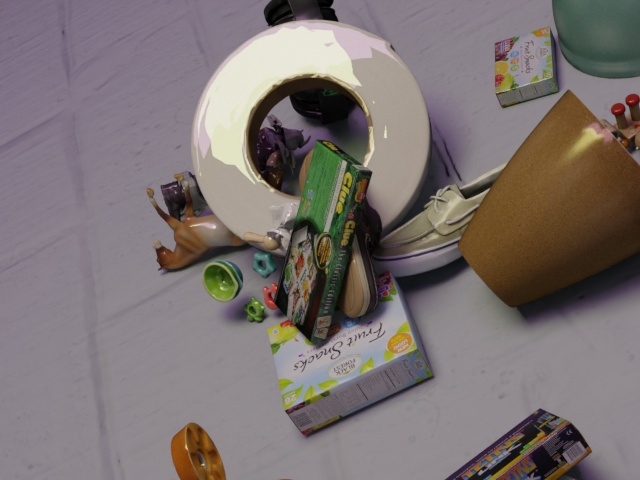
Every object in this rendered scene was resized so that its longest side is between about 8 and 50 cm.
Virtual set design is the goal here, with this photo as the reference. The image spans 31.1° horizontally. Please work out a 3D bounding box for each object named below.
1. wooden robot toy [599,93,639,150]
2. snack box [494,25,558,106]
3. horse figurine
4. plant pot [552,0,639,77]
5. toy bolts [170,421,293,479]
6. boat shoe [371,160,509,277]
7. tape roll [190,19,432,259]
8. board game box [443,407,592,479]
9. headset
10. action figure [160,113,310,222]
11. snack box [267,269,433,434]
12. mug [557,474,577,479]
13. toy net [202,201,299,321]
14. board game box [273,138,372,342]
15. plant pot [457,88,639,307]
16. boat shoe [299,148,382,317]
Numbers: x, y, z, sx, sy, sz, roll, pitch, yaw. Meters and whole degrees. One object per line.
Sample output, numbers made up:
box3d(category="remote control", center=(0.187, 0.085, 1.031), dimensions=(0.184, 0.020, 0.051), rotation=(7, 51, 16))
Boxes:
box3d(category="wooden robot toy", center=(0.463, -0.159, 1.698), dimensions=(0.173, 0.076, 0.079), rotation=(-35, 50, -1))
box3d(category="snack box", center=(0.346, -0.293, 1.936), dimensions=(0.100, 0.037, 0.141), rotation=(-14, 43, 20))
box3d(category="horse figurine", center=(-0.175, -0.042, 1.954), dimensions=(0.263, 0.174, 0.066), rotation=(-14, 28, 2))
box3d(category="plant pot", center=(0.499, -0.433, 1.854), dimensions=(0.293, 0.196, 0.293), rotation=(-19, 41, 17))
box3d(category="toy bolts", center=(-0.081, 0.313, 1.409), dimensions=(0.158, 0.218, 0.228), rotation=(-26, 2, 11))
box3d(category="boat shoe", center=(0.207, -0.041, 1.706), dimensions=(0.302, 0.094, 0.109), rotation=(-24, 21, 4))
box3d(category="tape roll", center=(-0.013, -0.159, 1.838), dimensions=(0.392, 0.072, 0.392), rotation=(-1, 81, 10))
box3d(category="board game box", center=(0.225, 0.273, 1.365), dimensions=(0.170, 0.048, 0.141), rotation=(-36, 2, -5))
box3d(category="headset", center=(-0.041, -0.337, 2.098), dimensions=(0.185, 0.243, 0.394), rotation=(-17, 15, 0))
box3d(category="action figure", center=(-0.146, -0.127, 2.057), dimensions=(0.285, 0.099, 0.185), rotation=(-26, 32, 2))
box3d(category="snack box", center=(0.039, 0.159, 1.649), dimensions=(0.207, 0.070, 0.174), rotation=(-27, 38, 9))
box3d(category="mug", center=(0.287, 0.313, 1.333), dimensions=(0.078, 0.062, 0.064), rotation=(9, 62, 48))
box3d(category="toy net", center=(-0.086, 0.035, 1.759), dimensions=(0.045, 0.122, 0.232), rotation=(-29, -13, -50))
box3d(category="board game box", center=(0.000, 0.000, 1.634), dimensions=(0.136, 0.030, 0.260), rotation=(45, 124, 56))
box3d(category="plant pot", center=(0.319, -0.033, 1.562), dimensions=(0.254, 0.237, 0.237), rotation=(-41, 38, 11))
box3d(category="boat shoe", center=(0.045, -0.015, 1.684), dimensions=(0.092, 0.103, 0.285), rotation=(1, 50, -26))
